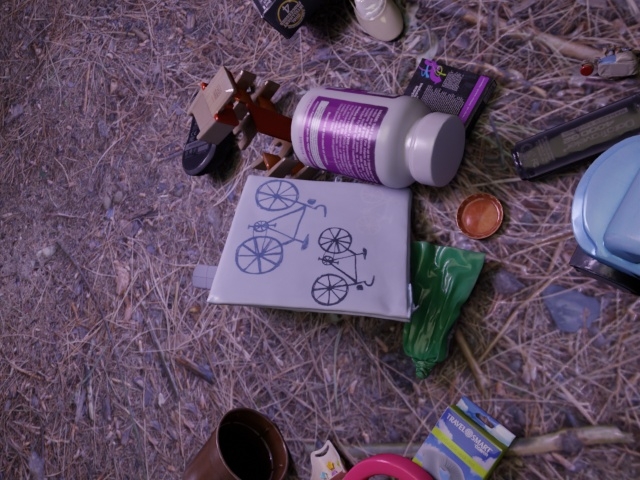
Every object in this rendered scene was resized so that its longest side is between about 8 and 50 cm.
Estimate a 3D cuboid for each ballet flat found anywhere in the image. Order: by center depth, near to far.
[{"bbox_3d":[0.091,-0.524,1.140,0.086,0.086,0.248,-39,61,20],"label":"ballet flat"}]

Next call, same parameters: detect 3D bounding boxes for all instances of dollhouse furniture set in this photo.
[{"bbox_3d":[-0.129,-0.253,1.116,0.135,0.259,0.262,-41,61,31],"label":"dollhouse furniture set"}]

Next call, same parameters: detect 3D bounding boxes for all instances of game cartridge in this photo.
[{"bbox_3d":[-0.101,0.083,1.055,0.294,0.196,0.060,2,89,34],"label":"game cartridge"}]

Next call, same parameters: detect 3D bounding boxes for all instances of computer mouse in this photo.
[{"bbox_3d":[-0.264,-0.270,1.332,0.188,0.072,0.272,-6,63,35],"label":"computer mouse"}]

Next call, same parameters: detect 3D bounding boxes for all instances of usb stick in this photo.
[{"bbox_3d":[0.447,-0.172,0.842,0.278,0.045,0.077,-21,75,28],"label":"usb stick"}]

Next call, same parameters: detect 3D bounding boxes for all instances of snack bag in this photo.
[{"bbox_3d":[0.000,0.000,0.953,0.342,0.037,0.323,4,47,6],"label":"snack bag"}]

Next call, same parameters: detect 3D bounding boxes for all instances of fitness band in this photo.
[{"bbox_3d":[0.104,0.498,0.886,0.209,0.054,0.291,34,109,37],"label":"fitness band"}]

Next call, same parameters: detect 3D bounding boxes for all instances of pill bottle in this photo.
[{"bbox_3d":[0.105,-0.191,0.998,0.301,0.169,0.169,20,90,36],"label":"pill bottle"}]

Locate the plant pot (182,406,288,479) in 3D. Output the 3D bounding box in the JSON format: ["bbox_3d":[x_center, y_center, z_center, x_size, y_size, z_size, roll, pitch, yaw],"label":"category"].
[{"bbox_3d":[-0.177,0.448,1.051,0.165,0.167,0.167,-48,58,24],"label":"plant pot"}]

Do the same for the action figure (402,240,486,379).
[{"bbox_3d":[0.198,0.125,0.926,0.137,0.063,0.232,10,81,33],"label":"action figure"}]

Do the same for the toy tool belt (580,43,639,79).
[{"bbox_3d":[0.467,-0.288,0.859,0.083,0.052,0.051,5,51,31],"label":"toy tool belt"}]

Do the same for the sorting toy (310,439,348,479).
[{"bbox_3d":[0.014,0.420,0.997,0.083,0.045,0.075,-44,52,18],"label":"sorting toy"}]

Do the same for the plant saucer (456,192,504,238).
[{"bbox_3d":[0.281,-0.043,0.940,0.083,0.013,0.083,-9,74,33],"label":"plant saucer"}]

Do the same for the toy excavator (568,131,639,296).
[{"bbox_3d":[0.466,-0.007,0.544,0.433,0.445,0.222,30,97,35],"label":"toy excavator"}]

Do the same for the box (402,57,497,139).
[{"bbox_3d":[0.235,-0.273,1.017,0.162,0.029,0.116,32,97,33],"label":"box"}]

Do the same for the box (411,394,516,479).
[{"bbox_3d":[0.221,0.358,0.870,0.109,0.042,0.178,36,100,34],"label":"box"}]

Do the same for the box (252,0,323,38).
[{"bbox_3d":[-0.047,-0.678,1.207,0.318,0.097,0.395,-44,44,20],"label":"box"}]
